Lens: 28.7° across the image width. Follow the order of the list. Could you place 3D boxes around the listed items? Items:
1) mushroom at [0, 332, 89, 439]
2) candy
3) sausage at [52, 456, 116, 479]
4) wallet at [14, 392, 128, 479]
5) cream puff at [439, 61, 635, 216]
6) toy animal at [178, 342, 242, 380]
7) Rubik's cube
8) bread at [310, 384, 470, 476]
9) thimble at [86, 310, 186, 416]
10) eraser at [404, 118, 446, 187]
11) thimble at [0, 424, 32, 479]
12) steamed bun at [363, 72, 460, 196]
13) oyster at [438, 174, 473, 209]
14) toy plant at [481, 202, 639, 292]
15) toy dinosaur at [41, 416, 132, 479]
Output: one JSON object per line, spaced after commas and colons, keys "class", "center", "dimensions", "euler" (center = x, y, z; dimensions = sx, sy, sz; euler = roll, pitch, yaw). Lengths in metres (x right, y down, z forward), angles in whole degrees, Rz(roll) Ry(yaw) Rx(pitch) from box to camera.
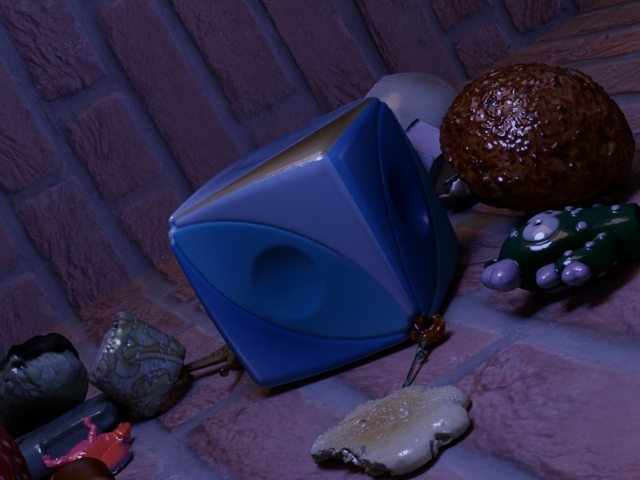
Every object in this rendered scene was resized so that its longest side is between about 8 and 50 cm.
{"class": "mushroom", "center": [-0.565, 0.312, 2.441], "dimensions": [0.247, 0.130, 0.344], "euler": [-24, -20, -40]}
{"class": "candy", "center": [0.144, 0.168, 1.836], "dimensions": [0.055, 0.049, 0.185], "euler": [-29, 18, 32]}
{"class": "sausage", "center": [-0.341, 0.391, 1.886], "dimensions": [0.089, 0.083, 0.300], "euler": [-31, 15, -15]}
{"class": "wallet", "center": [-0.523, 0.391, 2.316], "dimensions": [0.360, 0.083, 0.252], "euler": [-29, 7, -1]}
{"class": "cream puff", "center": [0.367, -0.187, 2.134], "dimensions": [0.350, 0.229, 0.350], "euler": [-3, 26, 2]}
{"class": "toy animal", "center": [-0.167, 0.214, 2.296], "dimensions": [0.149, 0.054, 0.275], "euler": [-40, 17, -31]}
{"class": "Rubik's cube", "center": [0.000, 0.000, 2.088], "dimensions": [0.347, 0.352, 0.352], "euler": [-23, 15, 26]}
{"class": "bread", "center": [0.097, 0.239, 1.624], "dimensions": [0.181, 0.039, 0.251], "euler": [-35, 13, -27]}
{"class": "thimble", "center": [-0.338, 0.222, 2.317], "dimensions": [0.137, 0.143, 0.190], "euler": [-53, 16, 29]}
{"class": "eraser", "center": [0.146, -0.068, 2.289], "dimensions": [0.130, 0.086, 0.287], "euler": [-47, -19, -57]}
{"class": "thimble", "center": [-0.574, 0.402, 1.756], "dimensions": [0.350, 0.350, 0.230], "euler": [-29, 12, 0]}
{"class": "steamed bun", "center": [0.192, -0.191, 2.613], "dimensions": [0.206, 0.324, 0.324], "euler": [24, 37, 20]}
{"class": "oyster", "center": [0.382, -0.168, 2.569], "dimensions": [0.354, 0.107, 0.201], "euler": [-44, -5, -14]}
{"class": "toy plant", "center": [0.349, 0.013, 1.815], "dimensions": [0.243, 0.113, 0.232], "euler": [-8, 18, 45]}
{"class": "toy dinosaur", "center": [-0.405, 0.397, 2.110], "dimensions": [0.139, 0.070, 0.286], "euler": [11, 37, 37]}
